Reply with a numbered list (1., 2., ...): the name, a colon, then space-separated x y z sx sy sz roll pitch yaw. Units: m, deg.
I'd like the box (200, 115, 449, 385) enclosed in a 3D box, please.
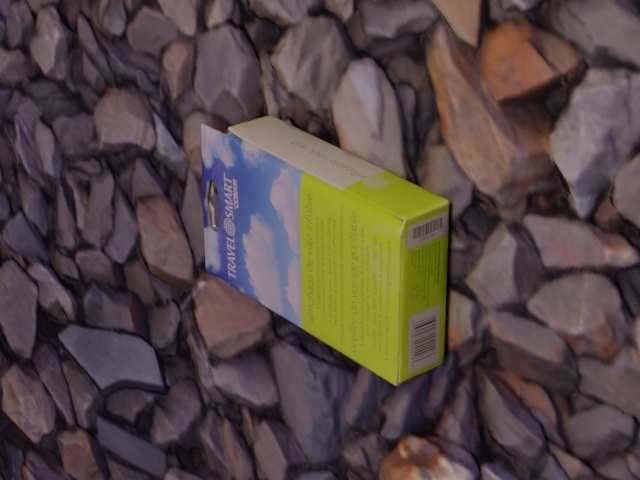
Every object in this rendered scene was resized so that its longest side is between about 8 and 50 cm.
1. box: 0.000 0.000 1.158 0.178 0.042 0.109 29 129 42
